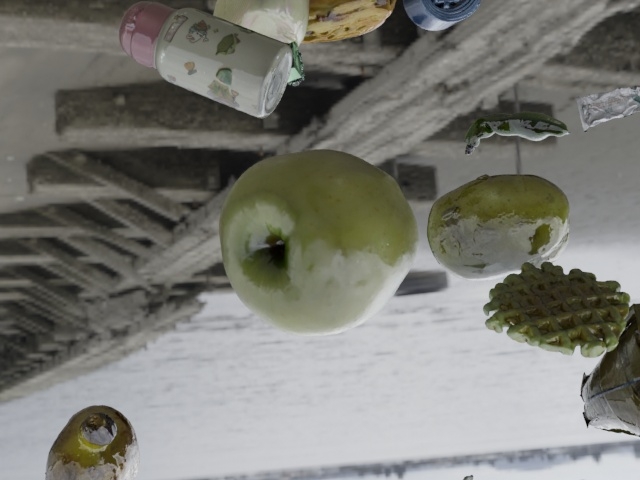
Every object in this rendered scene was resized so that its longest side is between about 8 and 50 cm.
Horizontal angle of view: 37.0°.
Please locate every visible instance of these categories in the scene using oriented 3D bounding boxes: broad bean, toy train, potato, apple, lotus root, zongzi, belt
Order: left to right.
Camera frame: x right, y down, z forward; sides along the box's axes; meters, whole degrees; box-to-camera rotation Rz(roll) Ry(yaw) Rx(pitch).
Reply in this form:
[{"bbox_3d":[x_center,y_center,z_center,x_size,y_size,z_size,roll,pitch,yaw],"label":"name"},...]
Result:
[{"bbox_3d":[-0.377,0.366,1.579,0.141,0.169,0.314,21,135,5],"label":"lotus root"},{"bbox_3d":[-0.050,-0.295,1.576,0.033,0.083,0.053,-17,148,15],"label":"toy train"},{"bbox_3d":[0.000,0.000,2.244,0.473,0.474,0.473,-5,167,-1],"label":"apple"},{"bbox_3d":[0.276,-0.550,2.135,0.190,0.142,0.082,-32,-170,-27],"label":"belt"},{"bbox_3d":[0.280,-0.017,1.515,0.228,0.149,0.197,1,131,20],"label":"potato"},{"bbox_3d":[0.330,-0.193,1.640,0.195,0.061,0.046,-9,-173,36],"label":"broad bean"},{"bbox_3d":[0.448,0.259,1.285,0.122,0.289,0.260,5,142,-8],"label":"zongzi"}]

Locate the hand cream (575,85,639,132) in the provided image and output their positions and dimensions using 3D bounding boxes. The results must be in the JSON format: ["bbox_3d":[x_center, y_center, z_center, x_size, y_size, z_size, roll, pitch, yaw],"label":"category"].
[{"bbox_3d":[0.705,-0.321,2.232,0.256,0.084,0.050,-16,-168,-17],"label":"hand cream"}]

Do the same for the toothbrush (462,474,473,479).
[{"bbox_3d":[0.256,0.517,1.843,0.017,0.014,0.194,0,128,-23],"label":"toothbrush"}]

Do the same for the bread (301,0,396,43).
[{"bbox_3d":[0.036,-0.462,1.811,0.235,0.211,0.099,-8,134,21],"label":"bread"}]

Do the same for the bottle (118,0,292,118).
[{"bbox_3d":[-0.175,-0.277,1.414,0.253,0.120,0.120,23,170,9],"label":"bottle"}]

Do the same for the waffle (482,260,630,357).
[{"bbox_3d":[0.294,0.081,1.186,0.169,0.036,0.183,14,-149,23],"label":"waffle"}]

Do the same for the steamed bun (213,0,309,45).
[{"bbox_3d":[-0.091,-0.393,1.667,0.152,0.170,0.238,14,161,-27],"label":"steamed bun"}]
